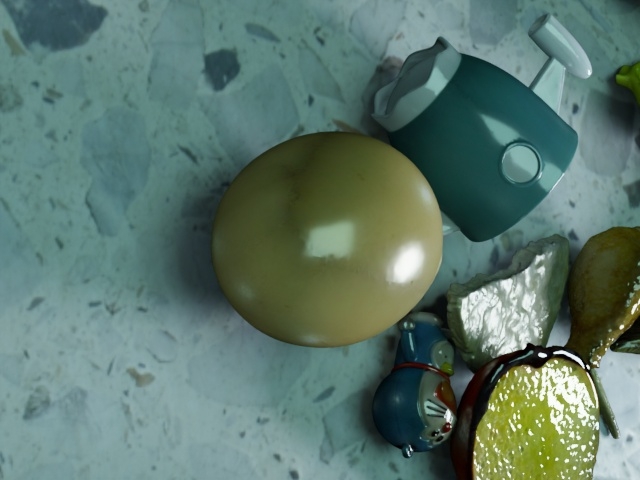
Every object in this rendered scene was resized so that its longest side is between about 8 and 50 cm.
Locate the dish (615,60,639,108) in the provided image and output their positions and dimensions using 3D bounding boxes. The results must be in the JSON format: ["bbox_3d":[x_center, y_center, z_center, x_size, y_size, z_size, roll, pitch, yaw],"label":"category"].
[{"bbox_3d":[0.482,-0.144,2.031,0.262,0.221,0.108,-10,117,-14],"label":"dish"}]

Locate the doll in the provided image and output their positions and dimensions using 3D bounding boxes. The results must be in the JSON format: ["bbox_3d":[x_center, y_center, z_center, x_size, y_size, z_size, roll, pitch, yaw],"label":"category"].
[{"bbox_3d":[0.099,0.149,1.758,0.114,0.085,0.152,50,44,-44],"label":"doll"}]

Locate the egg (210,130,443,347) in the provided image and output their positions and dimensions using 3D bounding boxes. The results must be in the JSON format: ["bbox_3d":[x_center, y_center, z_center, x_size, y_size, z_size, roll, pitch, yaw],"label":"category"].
[{"bbox_3d":[0.000,0.000,1.621,0.244,0.201,0.201,-13,92,-61],"label":"egg"}]

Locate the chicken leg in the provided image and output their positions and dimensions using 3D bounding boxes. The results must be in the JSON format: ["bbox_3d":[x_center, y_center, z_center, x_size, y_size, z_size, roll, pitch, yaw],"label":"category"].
[{"bbox_3d":[0.303,0.094,1.918,0.087,0.107,0.251,37,71,-33],"label":"chicken leg"}]

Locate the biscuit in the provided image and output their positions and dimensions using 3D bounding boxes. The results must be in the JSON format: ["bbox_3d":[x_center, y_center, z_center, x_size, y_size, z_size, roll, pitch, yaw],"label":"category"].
[{"bbox_3d":[0.201,0.082,1.851,0.250,0.032,0.133,-24,116,-53],"label":"biscuit"}]

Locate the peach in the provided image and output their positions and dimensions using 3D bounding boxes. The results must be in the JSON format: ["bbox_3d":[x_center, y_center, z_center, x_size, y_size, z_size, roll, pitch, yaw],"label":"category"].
[{"bbox_3d":[0.212,0.215,1.830,0.189,0.068,0.279,-28,125,-25],"label":"peach"}]

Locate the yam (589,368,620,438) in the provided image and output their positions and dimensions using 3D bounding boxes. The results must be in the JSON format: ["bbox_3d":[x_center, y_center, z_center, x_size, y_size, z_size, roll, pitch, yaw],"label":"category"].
[{"bbox_3d":[0.314,0.175,1.965,0.014,0.014,0.107,-31,102,-37],"label":"yam"}]

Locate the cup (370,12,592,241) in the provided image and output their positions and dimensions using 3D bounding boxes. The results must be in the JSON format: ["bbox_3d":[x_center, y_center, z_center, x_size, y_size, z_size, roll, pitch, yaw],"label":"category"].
[{"bbox_3d":[0.147,-0.111,1.788,0.173,0.167,0.299,43,85,-16],"label":"cup"}]

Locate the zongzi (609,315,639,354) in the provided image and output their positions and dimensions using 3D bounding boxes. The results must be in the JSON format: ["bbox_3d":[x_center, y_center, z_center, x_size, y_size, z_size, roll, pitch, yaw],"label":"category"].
[{"bbox_3d":[0.430,0.024,2.027,0.241,0.111,0.247,10,72,-31],"label":"zongzi"}]
